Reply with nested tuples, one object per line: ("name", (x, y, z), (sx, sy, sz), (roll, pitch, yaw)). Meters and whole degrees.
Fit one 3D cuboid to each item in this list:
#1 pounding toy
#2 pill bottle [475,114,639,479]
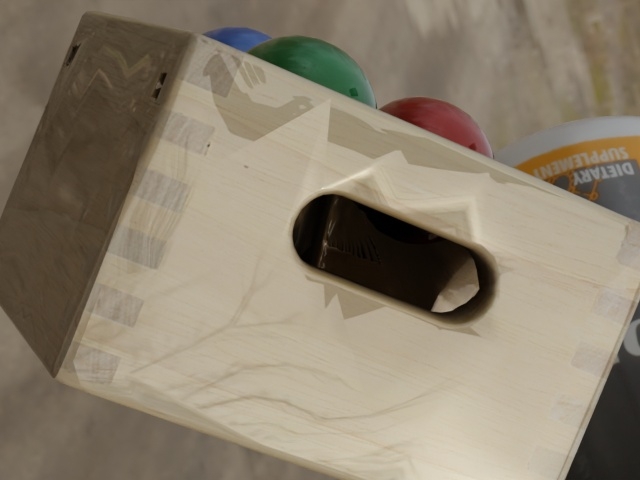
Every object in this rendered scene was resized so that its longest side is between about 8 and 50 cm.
("pounding toy", (0.006, 0.002, 0.491), (0.094, 0.181, 0.206), (-68, -159, 2))
("pill bottle", (0.141, 0.095, 0.708), (0.162, 0.162, 0.278), (62, 10, -49))
